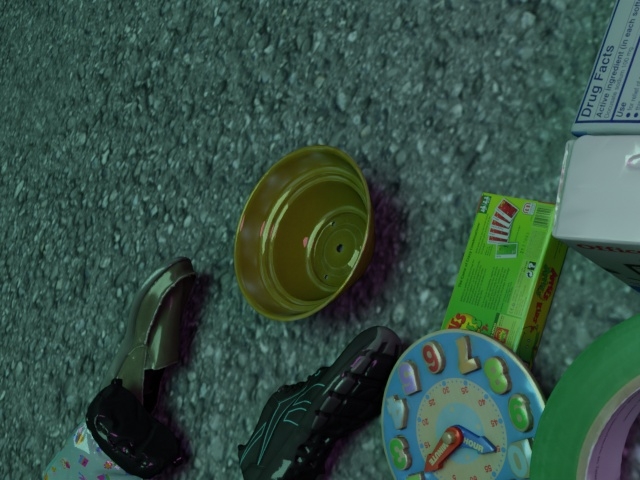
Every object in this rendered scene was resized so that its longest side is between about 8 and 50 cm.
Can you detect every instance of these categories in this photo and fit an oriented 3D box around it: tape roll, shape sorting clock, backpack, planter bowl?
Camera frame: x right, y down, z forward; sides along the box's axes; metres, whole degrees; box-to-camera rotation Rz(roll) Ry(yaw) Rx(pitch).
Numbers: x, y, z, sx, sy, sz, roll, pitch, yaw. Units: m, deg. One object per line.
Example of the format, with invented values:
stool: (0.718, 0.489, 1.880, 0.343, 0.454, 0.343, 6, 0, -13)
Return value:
tape roll: (0.317, 0.200, 0.600, 0.321, 0.077, 0.321, -5, 83, 42)
shape sorting clock: (0.136, 0.190, 0.800, 0.206, 0.040, 0.206, 2, 93, 44)
backpack: (-0.295, 0.300, 1.112, 0.152, 0.115, 0.182, 47, 121, 9)
planter bowl: (0.000, 0.000, 0.994, 0.217, 0.090, 0.217, -16, 65, 37)

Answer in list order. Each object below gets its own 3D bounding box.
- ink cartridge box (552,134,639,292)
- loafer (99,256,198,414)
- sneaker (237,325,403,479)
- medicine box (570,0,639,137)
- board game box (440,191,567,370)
ink cartridge box: (0.298, -0.010, 0.650, 0.148, 0.203, 0.086, 5, 78, 43)
loafer: (-0.227, 0.141, 1.161, 0.087, 0.094, 0.251, 29, 105, 20)
sneaker: (-0.012, 0.192, 0.928, 0.267, 0.101, 0.106, -54, 45, 13)
medicine box: (0.381, -0.177, 0.629, 0.289, 0.149, 0.263, 16, 85, 62)
board game box: (0.189, 0.048, 0.838, 0.092, 0.043, 0.181, 14, 84, 44)
